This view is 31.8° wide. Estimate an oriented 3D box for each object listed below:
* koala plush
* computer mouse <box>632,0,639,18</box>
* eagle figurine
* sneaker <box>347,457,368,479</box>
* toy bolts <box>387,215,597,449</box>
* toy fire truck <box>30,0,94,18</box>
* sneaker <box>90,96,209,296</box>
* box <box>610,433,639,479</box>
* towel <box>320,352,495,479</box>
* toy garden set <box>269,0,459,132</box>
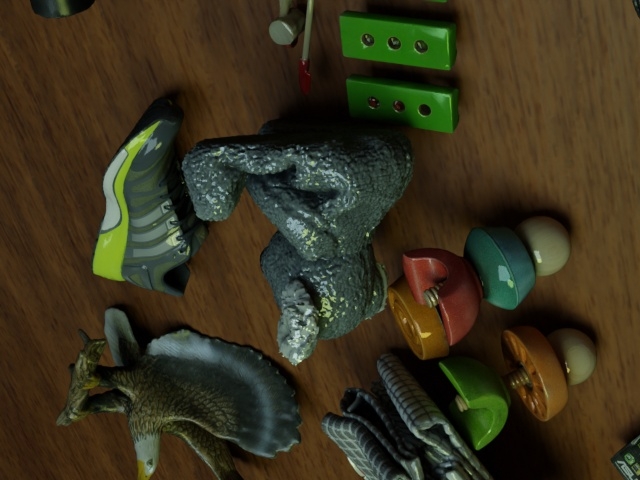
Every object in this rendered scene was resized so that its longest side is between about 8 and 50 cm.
[{"bbox_3d":[0.000,0.000,1.105,0.203,0.196,0.221,4,106,31],"label":"koala plush"},{"bbox_3d":[0.338,-0.219,0.816,0.262,0.060,0.184,0,137,26],"label":"computer mouse"},{"bbox_3d":[-0.193,0.228,1.500,0.298,0.225,0.226,13,-177,-14],"label":"eagle figurine"},{"bbox_3d":[0.089,0.282,1.429,0.065,0.061,0.158,-38,101,19],"label":"sneaker"},{"bbox_3d":[0.177,0.060,1.154,0.218,0.158,0.228,-123,13,-44],"label":"toy bolts"},{"bbox_3d":[-0.256,-0.336,1.035,0.246,0.217,0.158,25,137,36],"label":"toy fire truck"},{"bbox_3d":[-0.183,-0.045,1.307,0.121,0.111,0.300,23,141,2],"label":"sneaker"},{"bbox_3d":[0.411,0.251,1.135,0.190,0.045,0.184,53,138,20],"label":"box"},{"bbox_3d":[0.135,0.287,1.250,0.283,0.121,0.235,52,178,-18],"label":"towel"},{"bbox_3d":[0.031,-0.229,1.039,0.204,0.049,0.244,12,131,24],"label":"toy garden set"}]
